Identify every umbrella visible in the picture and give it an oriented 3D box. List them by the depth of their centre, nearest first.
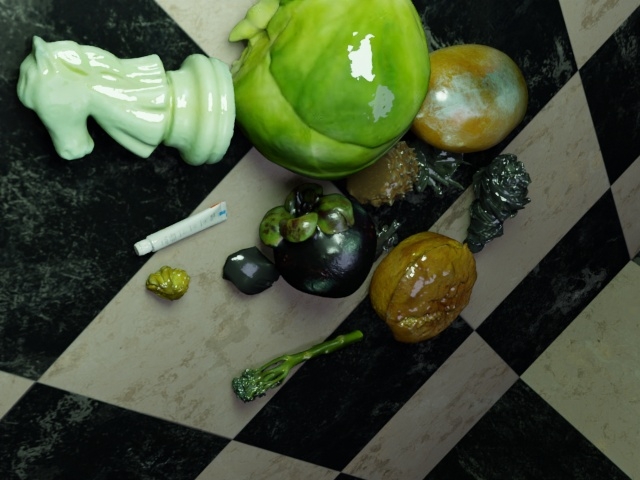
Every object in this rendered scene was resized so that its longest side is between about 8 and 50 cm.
[{"bbox_3d":[0.466,-0.080,1.836,0.128,0.154,0.336,-46,149,-31],"label":"umbrella"}]

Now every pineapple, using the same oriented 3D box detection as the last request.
[{"bbox_3d":[0.200,-0.166,1.527,0.364,0.165,0.165,-13,133,-47],"label":"pineapple"}]

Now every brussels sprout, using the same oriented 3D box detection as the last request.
[{"bbox_3d":[0.031,-0.278,1.145,0.371,0.315,0.276,-64,163,14],"label":"brussels sprout"}]

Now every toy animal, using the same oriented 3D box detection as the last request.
[{"bbox_3d":[0.099,0.014,1.632,0.233,0.084,0.148,-23,139,-32],"label":"toy animal"}]

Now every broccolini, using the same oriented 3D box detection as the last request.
[{"bbox_3d":[-0.052,0.319,1.793,0.392,0.079,0.074,-15,175,-35],"label":"broccolini"}]

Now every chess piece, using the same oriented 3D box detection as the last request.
[{"bbox_3d":[-0.289,-0.200,1.034,0.298,0.176,0.176,0,125,-28],"label":"chess piece"}]

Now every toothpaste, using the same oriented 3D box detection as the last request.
[{"bbox_3d":[-0.258,-0.021,1.306,0.190,0.031,0.048,-27,137,-28],"label":"toothpaste"}]

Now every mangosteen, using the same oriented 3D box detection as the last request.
[{"bbox_3d":[0.000,0.000,1.425,0.243,0.243,0.243,-25,138,-25],"label":"mangosteen"}]

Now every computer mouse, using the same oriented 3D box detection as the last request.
[{"bbox_3d":[-0.138,0.073,1.480,0.099,0.057,0.172,-47,144,6],"label":"computer mouse"}]

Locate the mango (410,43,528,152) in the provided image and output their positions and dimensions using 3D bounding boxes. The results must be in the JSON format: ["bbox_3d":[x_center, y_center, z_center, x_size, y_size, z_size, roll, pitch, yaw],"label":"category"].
[{"bbox_3d":[0.316,-0.292,1.451,0.384,0.221,0.199,-5,166,-46],"label":"mango"}]

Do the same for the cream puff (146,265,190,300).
[{"bbox_3d":[-0.290,0.086,1.347,0.083,0.058,0.083,-31,142,-15],"label":"cream puff"}]

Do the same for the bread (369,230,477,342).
[{"bbox_3d":[0.266,0.123,1.826,0.312,0.172,0.312,-23,133,-28],"label":"bread"}]
